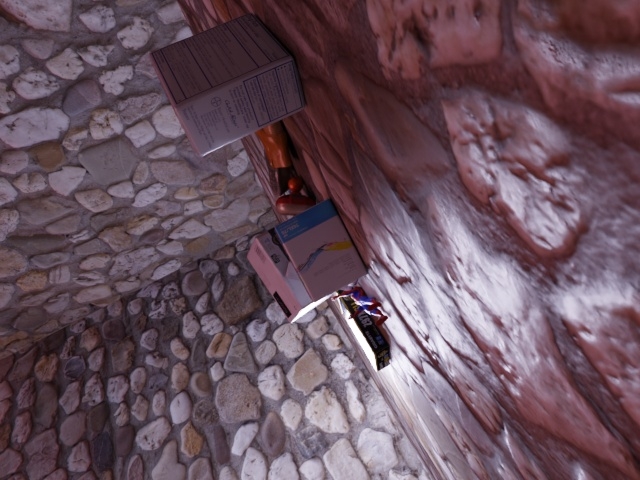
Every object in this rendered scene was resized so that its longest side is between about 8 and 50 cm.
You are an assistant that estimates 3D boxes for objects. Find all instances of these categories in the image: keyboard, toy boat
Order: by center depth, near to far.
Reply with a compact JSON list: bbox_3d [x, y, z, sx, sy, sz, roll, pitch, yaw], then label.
[{"bbox_3d":[0.000,0.136,1.631,0.014,0.256,0.072,-90,14,-68],"label":"keyboard"},{"bbox_3d":[-0.097,-0.173,1.687,0.231,0.151,0.151,-174,87,-81],"label":"toy boat"}]

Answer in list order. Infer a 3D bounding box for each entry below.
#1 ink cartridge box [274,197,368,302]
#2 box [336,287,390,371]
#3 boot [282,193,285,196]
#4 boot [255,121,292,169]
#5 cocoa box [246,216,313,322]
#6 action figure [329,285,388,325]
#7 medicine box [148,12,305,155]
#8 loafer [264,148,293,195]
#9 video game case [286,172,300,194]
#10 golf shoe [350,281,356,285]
[{"bbox_3d":[-0.004,0.035,1.420,0.270,0.197,0.198,62,174,0],"label":"ink cartridge box"},{"bbox_3d":[0.185,0.375,1.857,0.322,0.079,0.257,58,170,32],"label":"box"},{"bbox_3d":[-0.224,-0.276,2.502,0.106,0.037,0.114,-93,-19,-75],"label":"boot"},{"bbox_3d":[-0.199,-0.372,1.599,0.295,0.104,0.211,34,142,58],"label":"boot"},{"bbox_3d":[-0.105,0.117,1.788,0.347,0.228,0.231,55,152,10],"label":"cocoa box"},{"bbox_3d":[0.126,0.237,1.536,0.091,0.139,0.280,65,175,-11],"label":"action figure"},{"bbox_3d":[-0.227,-0.386,1.051,0.263,0.289,0.149,58,169,35],"label":"medicine box"},{"bbox_3d":[-0.162,-0.304,1.734,0.094,0.087,0.251,34,138,39],"label":"loafer"},{"bbox_3d":[-0.151,-0.274,1.952,0.210,0.042,0.232,59,172,24],"label":"video game case"},{"bbox_3d":[0.074,0.087,1.591,0.186,0.067,0.086,60,174,16],"label":"golf shoe"}]
